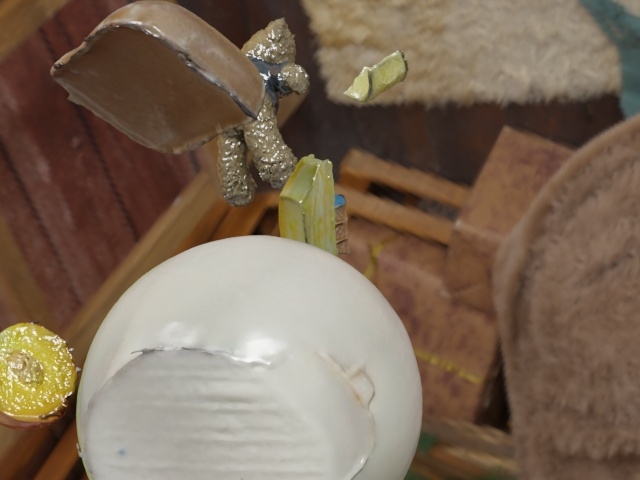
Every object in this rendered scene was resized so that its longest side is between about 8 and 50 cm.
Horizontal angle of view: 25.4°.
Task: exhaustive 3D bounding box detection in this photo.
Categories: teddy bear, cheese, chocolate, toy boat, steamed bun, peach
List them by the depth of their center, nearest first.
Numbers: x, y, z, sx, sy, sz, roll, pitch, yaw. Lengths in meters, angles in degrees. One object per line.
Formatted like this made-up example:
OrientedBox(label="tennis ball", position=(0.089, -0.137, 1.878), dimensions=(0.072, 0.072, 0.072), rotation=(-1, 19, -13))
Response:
OrientedBox(label="peach", position=(-0.258, 0.125, 1.240), dimensions=(0.098, 0.098, 0.061), rotation=(30, 144, 0))
OrientedBox(label="steamed bun", position=(-0.048, 0.127, 1.246), dimensions=(0.309, 0.309, 0.309), rotation=(16, 138, 16))
OrientedBox(label="chocolate", position=(-0.148, -0.164, 1.333), dimensions=(0.161, 0.083, 0.261), rotation=(37, 160, -21))
OrientedBox(label="toy boat", position=(0.000, 0.000, 1.418), dimensions=(0.065, 0.066, 0.172), rotation=(19, 119, 53))
OrientedBox(label="cheese", position=(0.069, -0.198, 1.761), dimensions=(0.041, 0.060, 0.084), rotation=(55, 150, -9))
OrientedBox(label="teddy bear", position=(-0.089, -0.183, 1.916), dimensions=(0.182, 0.251, 0.129), rotation=(-13, 152, 39))
